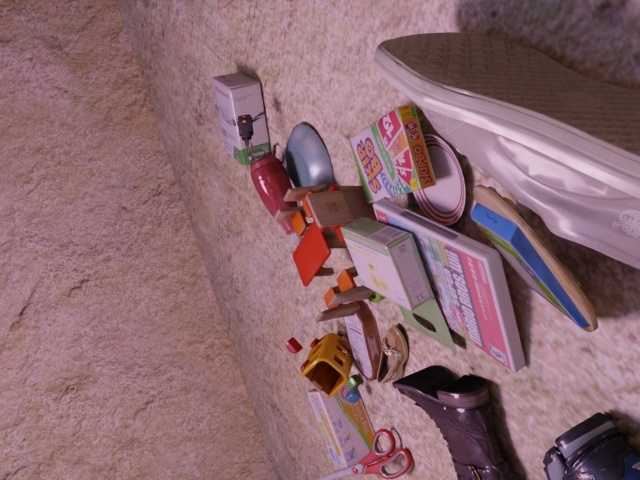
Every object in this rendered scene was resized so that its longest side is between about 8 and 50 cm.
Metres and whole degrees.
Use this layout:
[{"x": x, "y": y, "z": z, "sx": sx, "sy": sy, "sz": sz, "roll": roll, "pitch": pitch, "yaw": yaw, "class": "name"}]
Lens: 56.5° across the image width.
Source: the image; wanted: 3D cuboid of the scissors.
[{"x": 0.101, "y": 0.551, "z": 1.416, "sx": 0.297, "sy": 0.021, "sz": 0.109, "roll": -48, "pitch": 67, "yaw": 31, "class": "scissors"}]

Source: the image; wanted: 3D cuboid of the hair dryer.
[{"x": -0.097, "y": -0.147, "z": 1.400, "sx": 0.223, "sy": 0.080, "sz": 0.294, "roll": 41, "pitch": -150, "yaw": -59, "class": "hair dryer"}]

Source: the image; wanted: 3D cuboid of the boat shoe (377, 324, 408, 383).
[{"x": 0.142, "y": 0.236, "z": 1.212, "sx": 0.056, "sy": 0.048, "sz": 0.153, "roll": 53, "pitch": 153, "yaw": 40, "class": "boat shoe"}]

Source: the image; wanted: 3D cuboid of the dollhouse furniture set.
[{"x": 0.000, "y": 0.000, "z": 1.175, "sx": 0.262, "sy": 0.135, "sz": 0.259, "roll": 66, "pitch": 148, "yaw": 24, "class": "dollhouse furniture set"}]

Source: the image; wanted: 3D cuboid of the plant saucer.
[{"x": -0.035, "y": -0.160, "z": 1.325, "sx": 0.195, "sy": 0.037, "sz": 0.195, "roll": 44, "pitch": 146, "yaw": 41, "class": "plant saucer"}]

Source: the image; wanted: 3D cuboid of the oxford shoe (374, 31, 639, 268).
[{"x": 0.204, "y": -0.112, "z": 0.612, "sx": 0.449, "sy": 0.169, "sz": 0.130, "roll": 44, "pitch": 149, "yaw": 42, "class": "oxford shoe"}]

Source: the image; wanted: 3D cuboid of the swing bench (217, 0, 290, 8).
[{"x": -0.105, "y": -0.573, "z": 1.002, "sx": 0.254, "sy": 0.165, "sz": 0.253, "roll": -15, "pitch": 93, "yaw": 64, "class": "swing bench"}]

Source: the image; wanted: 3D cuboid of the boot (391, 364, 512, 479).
[{"x": 0.230, "y": 0.345, "z": 1.026, "sx": 0.263, "sy": 0.091, "sz": 0.229, "roll": -8, "pitch": 99, "yaw": 67, "class": "boot"}]

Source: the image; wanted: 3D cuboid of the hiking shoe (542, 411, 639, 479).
[{"x": 0.332, "y": 0.362, "z": 0.747, "sx": 0.132, "sy": 0.113, "sz": 0.304, "roll": 49, "pitch": 150, "yaw": 46, "class": "hiking shoe"}]

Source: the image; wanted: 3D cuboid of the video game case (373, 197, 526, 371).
[{"x": 0.190, "y": 0.058, "z": 0.919, "sx": 0.285, "sy": 0.025, "sz": 0.204, "roll": 35, "pitch": 151, "yaw": 58, "class": "video game case"}]

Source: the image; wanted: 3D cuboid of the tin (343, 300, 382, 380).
[{"x": 0.098, "y": 0.225, "z": 1.338, "sx": 0.106, "sy": 0.040, "sz": 0.190, "roll": 10, "pitch": 117, "yaw": 62, "class": "tin"}]

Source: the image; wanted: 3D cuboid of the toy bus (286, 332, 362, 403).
[{"x": 0.032, "y": 0.276, "z": 1.429, "sx": 0.104, "sy": 0.191, "sz": 0.202, "roll": -47, "pitch": 52, "yaw": 26, "class": "toy bus"}]

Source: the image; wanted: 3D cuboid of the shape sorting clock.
[{"x": 0.243, "y": 0.017, "z": 0.680, "sx": 0.206, "sy": 0.040, "sz": 0.206, "roll": 47, "pitch": -173, "yaw": -8, "class": "shape sorting clock"}]

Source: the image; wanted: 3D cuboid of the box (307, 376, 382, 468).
[{"x": 0.059, "y": 0.467, "z": 1.541, "sx": 0.203, "sy": 0.103, "sz": 0.114, "roll": 68, "pitch": 159, "yaw": 9, "class": "box"}]

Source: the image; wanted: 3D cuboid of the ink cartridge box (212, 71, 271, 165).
[{"x": -0.207, "y": -0.323, "z": 1.567, "sx": 0.153, "sy": 0.086, "sz": 0.208, "roll": 43, "pitch": 146, "yaw": 52, "class": "ink cartridge box"}]

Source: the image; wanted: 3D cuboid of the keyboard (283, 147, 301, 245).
[{"x": -0.072, "y": -0.107, "z": 1.514, "sx": 0.072, "sy": 0.014, "sz": 0.256, "roll": 49, "pitch": 149, "yaw": 46, "class": "keyboard"}]

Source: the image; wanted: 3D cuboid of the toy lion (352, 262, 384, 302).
[{"x": 0.108, "y": 0.082, "z": 1.200, "sx": 0.096, "sy": 0.034, "sz": 0.100, "roll": 27, "pitch": 133, "yaw": 51, "class": "toy lion"}]

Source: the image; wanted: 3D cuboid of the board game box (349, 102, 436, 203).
[{"x": 0.108, "y": -0.132, "z": 0.981, "sx": 0.259, "sy": 0.039, "sz": 0.124, "roll": 175, "pitch": 79, "yaw": -78, "class": "board game box"}]

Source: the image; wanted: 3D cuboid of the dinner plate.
[{"x": 0.177, "y": -0.091, "z": 0.893, "sx": 0.141, "sy": 0.017, "sz": 0.141, "roll": 51, "pitch": 152, "yaw": 41, "class": "dinner plate"}]

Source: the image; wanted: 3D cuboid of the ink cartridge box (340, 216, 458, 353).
[{"x": 0.130, "y": 0.082, "z": 1.007, "sx": 0.171, "sy": 0.056, "sz": 0.235, "roll": 26, "pitch": 141, "yaw": 64, "class": "ink cartridge box"}]
